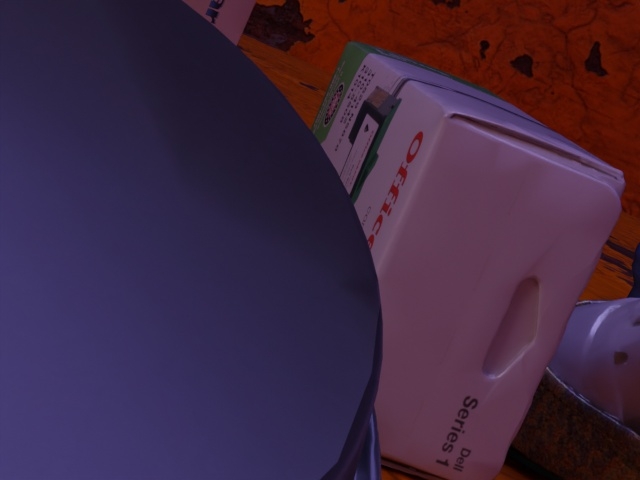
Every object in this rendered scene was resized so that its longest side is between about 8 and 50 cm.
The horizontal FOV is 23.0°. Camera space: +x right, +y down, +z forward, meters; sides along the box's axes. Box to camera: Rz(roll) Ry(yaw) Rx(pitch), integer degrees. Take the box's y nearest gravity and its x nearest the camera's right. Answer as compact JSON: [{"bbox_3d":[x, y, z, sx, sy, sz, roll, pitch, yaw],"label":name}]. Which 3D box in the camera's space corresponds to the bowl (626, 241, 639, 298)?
[{"bbox_3d":[0.458,0.109,1.435,0.391,0.077,0.391,24,9,-4],"label":"bowl"}]

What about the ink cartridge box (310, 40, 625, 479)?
[{"bbox_3d":[0.044,0.002,0.770,0.092,0.160,0.219,20,10,-14],"label":"ink cartridge box"}]

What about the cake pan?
[{"bbox_3d":[-0.109,-0.001,0.361,0.293,0.054,0.293,19,38,-15],"label":"cake pan"}]

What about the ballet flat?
[{"bbox_3d":[0.201,0.092,0.745,0.348,0.123,0.123,32,12,34],"label":"ballet flat"}]

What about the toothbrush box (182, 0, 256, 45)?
[{"bbox_3d":[-0.202,-0.241,1.357,0.283,0.206,0.122,17,12,-39],"label":"toothbrush box"}]
